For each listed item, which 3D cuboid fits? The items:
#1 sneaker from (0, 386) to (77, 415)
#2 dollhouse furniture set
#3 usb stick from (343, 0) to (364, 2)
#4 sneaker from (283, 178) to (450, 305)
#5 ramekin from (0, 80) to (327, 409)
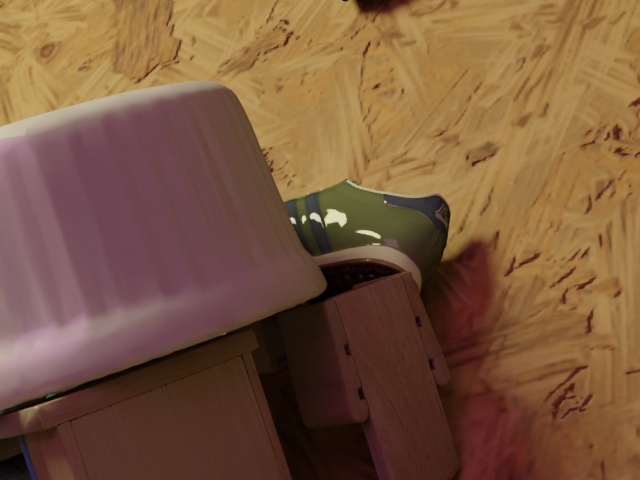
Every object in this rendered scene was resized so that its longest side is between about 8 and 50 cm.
[{"bbox_3d":[-0.278,0.106,1.037,0.268,0.153,0.101,-44,47,-5],"label":"sneaker"},{"bbox_3d":[-0.110,0.171,0.938,0.286,0.198,0.303,-18,1,-39],"label":"dollhouse furniture set"},{"bbox_3d":[0.130,-0.253,1.133,0.278,0.045,0.077,-24,49,14],"label":"usb stick"},{"bbox_3d":[0.000,0.000,1.021,0.192,0.064,0.086,3,44,38],"label":"sneaker"},{"bbox_3d":[-0.147,0.009,0.896,0.277,0.277,0.135,-18,91,19],"label":"ramekin"}]
